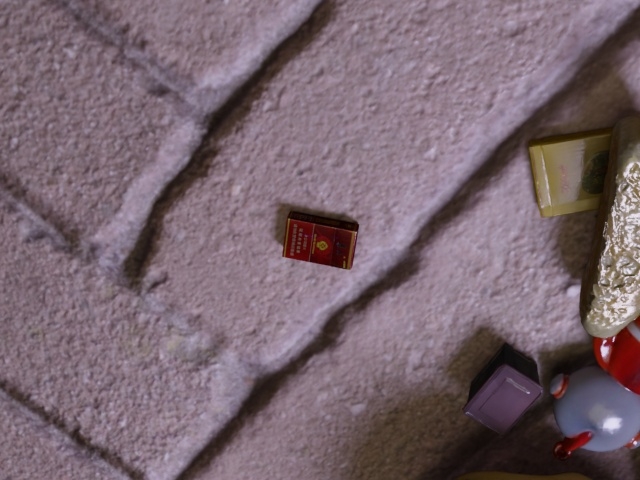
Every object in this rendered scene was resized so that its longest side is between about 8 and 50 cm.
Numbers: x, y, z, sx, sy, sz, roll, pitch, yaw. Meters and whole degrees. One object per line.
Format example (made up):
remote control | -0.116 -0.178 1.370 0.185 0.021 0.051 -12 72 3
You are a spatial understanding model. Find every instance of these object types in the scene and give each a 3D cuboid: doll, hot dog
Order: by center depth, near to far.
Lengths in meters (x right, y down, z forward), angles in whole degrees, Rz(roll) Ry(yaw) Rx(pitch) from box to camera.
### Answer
hot dog | 0.318 -0.009 1.072 0.073 0.084 0.243 5 120 3
doll | 0.342 0.159 1.180 0.142 0.076 0.245 35 113 1

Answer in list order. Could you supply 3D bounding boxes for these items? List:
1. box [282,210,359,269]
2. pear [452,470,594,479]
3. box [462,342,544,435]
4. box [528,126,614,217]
box | 0.000 0.000 1.195 0.082 0.023 0.052 11 119 5
pear | 0.247 0.408 1.205 0.309 0.309 0.309 4 117 9
box | 0.213 0.170 1.217 0.060 0.063 0.085 32 119 -3
box | 0.302 -0.075 1.100 0.155 0.023 0.087 -8 117 15
